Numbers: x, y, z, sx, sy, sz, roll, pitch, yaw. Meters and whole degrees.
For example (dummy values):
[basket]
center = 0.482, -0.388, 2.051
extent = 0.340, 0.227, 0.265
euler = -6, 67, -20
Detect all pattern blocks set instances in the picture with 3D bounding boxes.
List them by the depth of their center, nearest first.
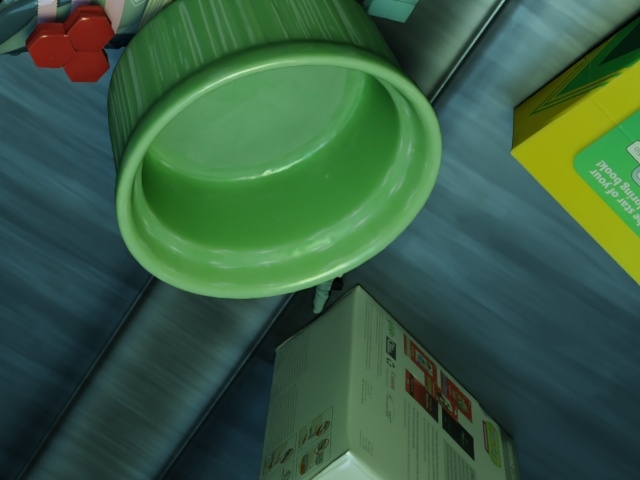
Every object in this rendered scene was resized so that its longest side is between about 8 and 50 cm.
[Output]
[pattern blocks set]
center = -0.077, -0.213, 1.521
extent = 0.325, 0.026, 0.285
euler = 18, 127, -36

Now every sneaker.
[sneaker]
center = -0.215, -0.214, 1.555
extent = 0.319, 0.112, 0.131
euler = -24, 114, 15

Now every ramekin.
[ramekin]
center = -0.053, -0.100, 1.520
extent = 0.303, 0.148, 0.303
euler = -11, 139, -10

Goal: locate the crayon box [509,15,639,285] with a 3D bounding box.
[crayon box]
center = 0.418, -0.072, 1.586
extent = 0.313, 0.106, 0.363
euler = -36, 110, 28

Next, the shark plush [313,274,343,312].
[shark plush]
center = 0.000, 0.000, 1.706
extent = 0.067, 0.073, 0.161
euler = 12, 137, 23

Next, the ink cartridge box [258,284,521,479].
[ink cartridge box]
center = 0.079, 0.241, 1.666
extent = 0.130, 0.309, 0.272
euler = -39, 109, 21
